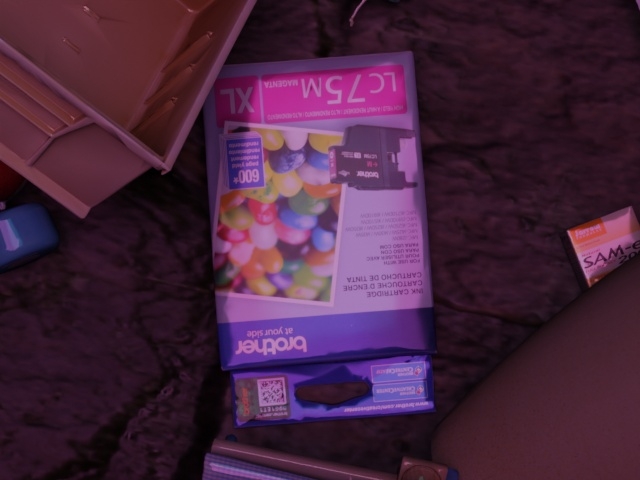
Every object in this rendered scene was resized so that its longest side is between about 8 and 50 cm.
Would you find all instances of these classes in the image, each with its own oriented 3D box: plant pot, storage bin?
[{"bbox_3d":[0.233,0.148,1.058,0.274,0.256,0.256,-27,85,22],"label":"plant pot"},{"bbox_3d":[-0.199,-0.201,1.042,0.260,0.123,0.262,38,50,-21],"label":"storage bin"}]

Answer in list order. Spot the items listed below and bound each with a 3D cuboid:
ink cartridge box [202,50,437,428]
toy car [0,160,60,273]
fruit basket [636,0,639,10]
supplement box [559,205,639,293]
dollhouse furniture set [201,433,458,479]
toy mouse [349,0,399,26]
[{"bbox_3d":[0.000,0.000,1.158,0.186,0.065,0.311,-4,87,0],"label":"ink cartridge box"},{"bbox_3d":[-0.353,-0.062,1.065,0.210,0.238,0.219,-23,86,8],"label":"toy car"},{"bbox_3d":[0.432,-0.266,1.126,0.353,0.165,0.327,-20,85,2],"label":"fruit basket"},{"bbox_3d":[0.253,0.027,1.163,0.062,0.036,0.098,-21,85,-1],"label":"supplement box"},{"bbox_3d":[-0.065,0.293,1.002,0.286,0.198,0.303,13,115,1],"label":"dollhouse furniture set"},{"bbox_3d":[0.055,-0.250,1.161,0.143,0.161,0.031,-59,46,28],"label":"toy mouse"}]
